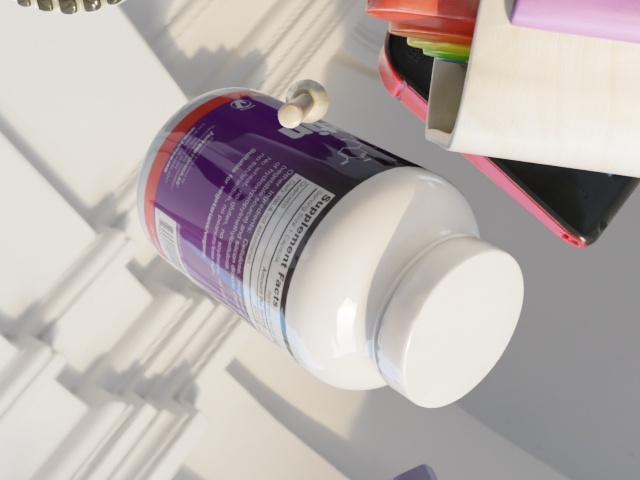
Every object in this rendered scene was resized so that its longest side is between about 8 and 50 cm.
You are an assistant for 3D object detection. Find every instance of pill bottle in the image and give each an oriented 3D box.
[{"bbox_3d":[0.000,0.000,0.718,0.181,0.181,0.323,-46,-133,-13],"label":"pill bottle"}]

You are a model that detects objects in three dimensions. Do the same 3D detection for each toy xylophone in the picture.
[{"bbox_3d":[0.096,-0.088,0.480,0.236,0.081,0.322,7,-172,-5],"label":"toy xylophone"}]

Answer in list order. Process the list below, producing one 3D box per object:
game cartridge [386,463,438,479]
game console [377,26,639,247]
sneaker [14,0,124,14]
[{"bbox_3d":[0.063,0.385,0.714,0.230,0.068,0.355,-29,-125,8],"label":"game cartridge"},{"bbox_3d":[0.288,-0.212,1.093,0.342,0.060,0.386,41,-122,8],"label":"game console"},{"bbox_3d":[-0.176,-0.302,0.834,0.330,0.129,0.147,-10,-150,-9],"label":"sneaker"}]
